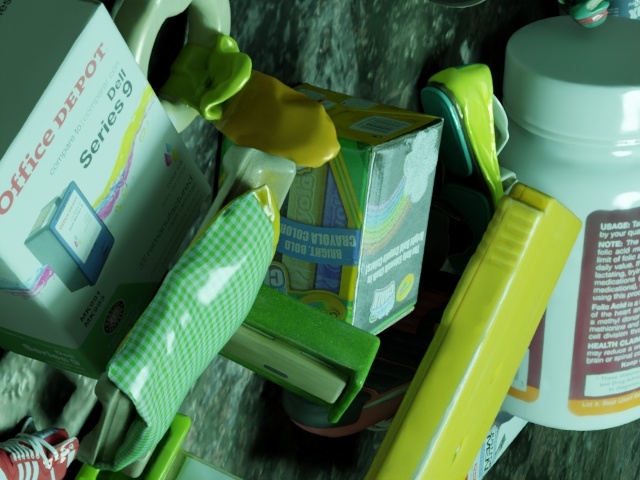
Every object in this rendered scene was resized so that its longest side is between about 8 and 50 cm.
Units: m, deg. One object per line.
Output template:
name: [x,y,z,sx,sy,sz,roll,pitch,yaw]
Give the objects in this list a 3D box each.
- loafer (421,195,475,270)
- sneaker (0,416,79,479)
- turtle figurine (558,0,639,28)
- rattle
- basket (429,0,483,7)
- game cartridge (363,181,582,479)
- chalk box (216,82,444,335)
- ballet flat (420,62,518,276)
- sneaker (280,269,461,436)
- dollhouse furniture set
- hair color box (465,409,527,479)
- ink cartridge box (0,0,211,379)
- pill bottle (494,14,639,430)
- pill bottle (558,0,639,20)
loafer: [0.081,-0.009,1.605,0.220,0.078,0.080,-17,120,-61]
sneaker: [-0.199,0.142,1.160,0.067,0.042,0.118,-61,160,-17]
turtle figurine: [0.259,-0.292,1.716,0.175,0.118,0.234,-49,122,-53]
rattle: [-0.073,-0.139,1.149,0.130,0.143,0.199,-32,141,-30]
basket: [0.152,-0.312,1.497,0.227,0.154,0.204,-51,149,-33]
game cartridge: [0.136,0.108,1.574,0.323,0.053,0.285,-66,166,2]
chalk box: [0.000,0.000,1.386,0.132,0.132,0.213,-27,129,-59]
ballet flat: [0.153,-0.069,1.693,0.077,0.077,0.231,-33,127,-29]
sneaker: [0.067,0.134,1.622,0.314,0.116,0.136,-31,133,-56]
dollhouse furniture set: [-0.051,0.095,1.171,0.197,0.151,0.301,-63,180,-25]
hair color box: [0.181,0.201,1.971,0.167,0.053,0.093,-42,140,-50]
ink cartridge box: [-0.166,-0.034,1.065,0.154,0.093,0.212,-62,151,-22]
pill bottle: [0.274,-0.020,1.829,0.224,0.224,0.392,-41,140,-50]
pill bottle: [0.311,-0.258,1.899,0.108,0.108,0.180,-56,150,-34]
